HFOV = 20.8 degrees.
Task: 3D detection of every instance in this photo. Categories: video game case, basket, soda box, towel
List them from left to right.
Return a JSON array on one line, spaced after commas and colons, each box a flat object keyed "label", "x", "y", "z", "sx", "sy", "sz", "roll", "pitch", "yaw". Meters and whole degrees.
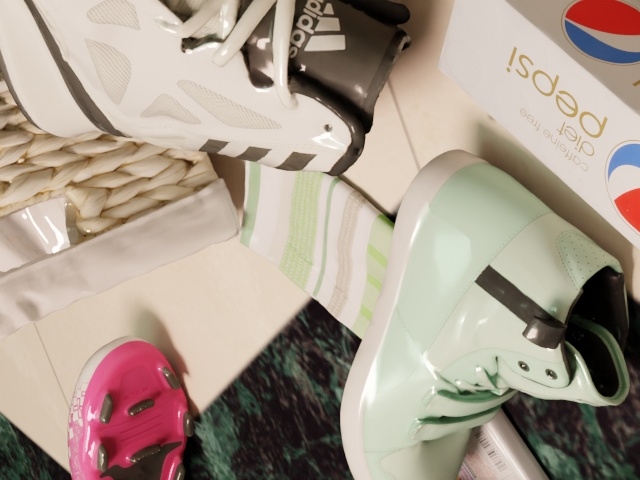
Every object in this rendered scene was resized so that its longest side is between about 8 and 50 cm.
[{"label": "basket", "x": -0.293, "y": -0.046, "z": 1.273, "sx": 0.331, "sy": 0.328, "sz": 0.266, "roll": -14, "pitch": 99, "yaw": 61}, {"label": "towel", "x": 0.000, "y": 0.000, "z": 1.183, "sx": 0.152, "sy": 0.023, "sz": 0.113, "roll": 40, "pitch": 143, "yaw": 31}, {"label": "video game case", "x": 0.114, "y": 0.182, "z": 1.165, "sx": 0.157, "sy": 0.019, "sz": 0.143, "roll": 56, "pitch": 149, "yaw": 7}, {"label": "soda box", "x": 0.159, "y": -0.059, "z": 0.864, "sx": 0.216, "sy": 0.069, "sz": 0.074, "roll": 46, "pitch": 146, "yaw": 25}]

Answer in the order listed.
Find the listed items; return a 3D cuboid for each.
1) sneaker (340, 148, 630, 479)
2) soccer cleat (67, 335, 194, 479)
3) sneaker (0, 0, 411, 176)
[{"label": "sneaker", "x": 0.099, "y": 0.090, "z": 1.023, "sx": 0.151, "sy": 0.094, "sz": 0.255, "roll": 35, "pitch": 131, "yaw": 36}, {"label": "soccer cleat", "x": -0.179, "y": 0.214, "z": 1.519, "sx": 0.143, "sy": 0.116, "sz": 0.331, "roll": 27, "pitch": 135, "yaw": 42}, {"label": "sneaker", "x": -0.079, "y": -0.176, "z": 0.951, "sx": 0.258, "sy": 0.169, "sz": 0.447, "roll": 13, "pitch": 160, "yaw": 17}]
